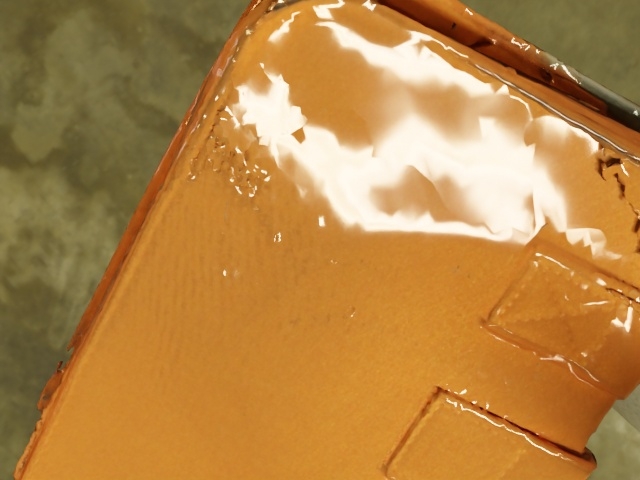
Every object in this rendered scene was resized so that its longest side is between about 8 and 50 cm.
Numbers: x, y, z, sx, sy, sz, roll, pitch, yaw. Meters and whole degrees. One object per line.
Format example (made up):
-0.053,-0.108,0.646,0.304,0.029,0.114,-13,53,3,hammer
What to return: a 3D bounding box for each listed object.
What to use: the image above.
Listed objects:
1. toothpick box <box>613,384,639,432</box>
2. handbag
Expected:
0.540,0.095,1.338,0.425,0.409,0.409,46,141,46,toothpick box
0.017,0.070,0.642,0.303,0.116,0.410,27,111,-8,handbag
